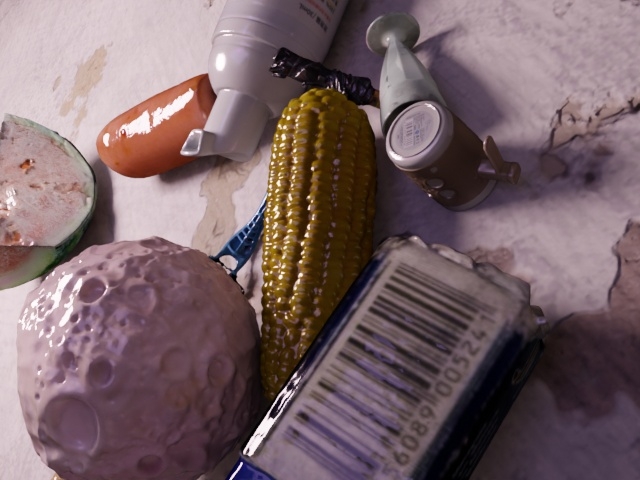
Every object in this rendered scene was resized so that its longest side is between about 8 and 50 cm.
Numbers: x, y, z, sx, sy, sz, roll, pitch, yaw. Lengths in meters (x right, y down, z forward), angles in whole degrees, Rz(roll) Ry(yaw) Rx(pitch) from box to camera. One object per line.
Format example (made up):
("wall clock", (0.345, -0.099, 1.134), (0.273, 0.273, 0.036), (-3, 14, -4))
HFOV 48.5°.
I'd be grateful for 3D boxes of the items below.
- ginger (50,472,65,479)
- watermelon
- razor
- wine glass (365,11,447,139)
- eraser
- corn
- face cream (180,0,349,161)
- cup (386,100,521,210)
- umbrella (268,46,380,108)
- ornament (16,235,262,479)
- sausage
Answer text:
("ginger", (-0.283, 0.202, 0.916), (0.089, 0.075, 0.288), (-2, 70, 48))
("watermelon", (-0.482, -0.069, 1.169), (0.224, 0.180, 0.305), (-24, 49, 13))
("razor", (-0.060, -0.052, 0.867), (0.082, 0.042, 0.253), (34, 91, 5))
("wine glass", (0.091, -0.177, 0.780), (0.073, 0.073, 0.155), (-31, 46, 27))
("eraser", (0.039, 0.160, 0.554), (0.155, 0.101, 0.332), (26, 74, 32))
("corn", (0.000, 0.000, 0.729), (0.120, 0.120, 0.363), (-17, 61, 36))
("face cream", (-0.065, -0.252, 0.911), (0.145, 0.145, 0.369), (12, 76, 46))
("cup", (0.122, -0.074, 0.667), (0.074, 0.099, 0.102), (-51, 43, 9))
("umbrella", (0.011, -0.184, 0.821), (0.037, 0.144, 0.040), (106, -174, -59))
("ornament", (-0.171, 0.125, 0.720), (0.225, 0.259, 0.259), (-11, 50, -8))
("sausage", (-0.220, -0.158, 1.024), (0.259, 0.114, 0.113), (-16, 57, 38))
